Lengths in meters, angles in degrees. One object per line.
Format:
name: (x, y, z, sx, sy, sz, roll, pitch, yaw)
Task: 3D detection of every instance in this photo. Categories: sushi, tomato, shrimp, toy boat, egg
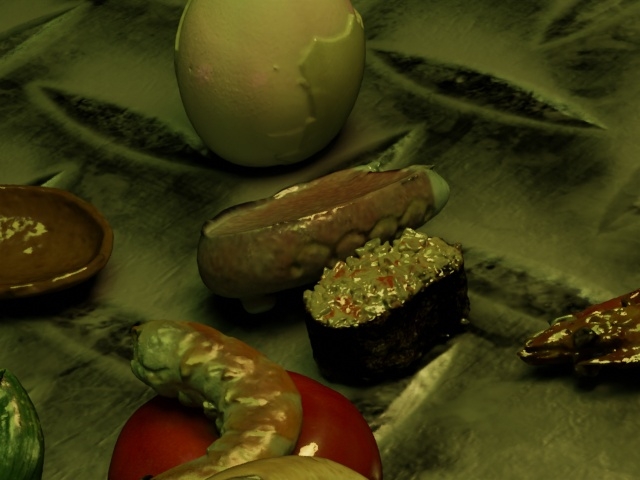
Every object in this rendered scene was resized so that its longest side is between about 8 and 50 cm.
sushi: (0.053, 0.051, 1.625, 0.150, 0.078, 0.090, -29, 39, -29)
tomato: (-0.053, 0.177, 1.401, 0.195, 0.136, 0.195, -2, 34, 2)
shrimp: (-0.096, 0.123, 1.326, 0.161, 0.049, 0.166, 24, 46, 26)
toy boat: (0.000, 0.000, 1.714, 0.227, 0.085, 0.155, -21, 16, -28)
shrimp: (0.296, 0.055, 1.601, 0.294, 0.062, 0.154, -11, 21, -11)
egg: (-0.048, -0.185, 1.875, 0.183, 0.217, 0.183, -2, 34, 1)

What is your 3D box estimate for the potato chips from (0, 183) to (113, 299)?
potato chips: (-0.280, 0.010, 1.772, 0.201, 0.049, 0.150, 2, 38, 10)

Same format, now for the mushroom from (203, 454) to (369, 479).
mushroom: (0.024, 0.238, 1.220, 0.195, 0.254, 0.189, -38, -9, 21)

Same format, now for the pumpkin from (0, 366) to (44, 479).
pumpkin: (-0.215, 0.203, 1.266, 0.248, 0.248, 0.248, -5, 33, 3)
